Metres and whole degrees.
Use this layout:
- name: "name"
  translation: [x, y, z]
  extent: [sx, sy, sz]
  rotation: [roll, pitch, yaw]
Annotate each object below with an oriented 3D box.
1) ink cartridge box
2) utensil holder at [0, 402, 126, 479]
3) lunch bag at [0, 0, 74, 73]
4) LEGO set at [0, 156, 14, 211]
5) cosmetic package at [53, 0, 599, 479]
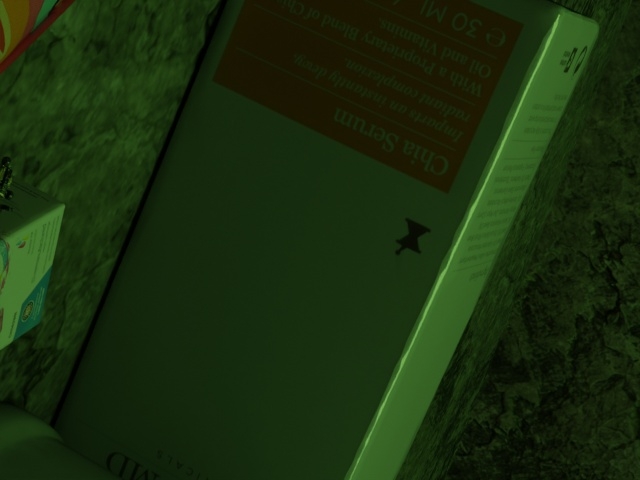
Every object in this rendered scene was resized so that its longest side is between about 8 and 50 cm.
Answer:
- name: "ink cartridge box"
  translation: [-0.202, 0.026, 0.837]
  extent: [0.122, 0.052, 0.088]
  rotation: [-38, 151, -54]
- name: "utensil holder"
  translation: [-0.125, 0.334, 0.966]
  extent: [0.327, 0.385, 0.327]
  rotation: [-55, 162, -28]
- name: "lunch bag"
  translation: [-0.165, -0.161, 0.524]
  extent: [0.258, 0.120, 0.293]
  rotation: [-54, 163, -28]
- name: "LEGO set"
  translation: [-0.199, -0.026, 0.799]
  extent: [0.083, 0.023, 0.054]
  rotation: [21, 79, -50]
- name: "cosmetic package"
  translation: [0.000, 0.000, 1.123]
  extent: [0.453, 0.230, 0.161]
  rotation: [-67, 164, 11]
